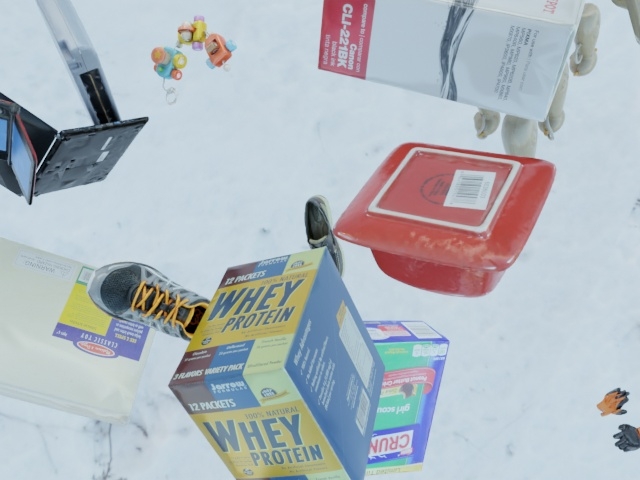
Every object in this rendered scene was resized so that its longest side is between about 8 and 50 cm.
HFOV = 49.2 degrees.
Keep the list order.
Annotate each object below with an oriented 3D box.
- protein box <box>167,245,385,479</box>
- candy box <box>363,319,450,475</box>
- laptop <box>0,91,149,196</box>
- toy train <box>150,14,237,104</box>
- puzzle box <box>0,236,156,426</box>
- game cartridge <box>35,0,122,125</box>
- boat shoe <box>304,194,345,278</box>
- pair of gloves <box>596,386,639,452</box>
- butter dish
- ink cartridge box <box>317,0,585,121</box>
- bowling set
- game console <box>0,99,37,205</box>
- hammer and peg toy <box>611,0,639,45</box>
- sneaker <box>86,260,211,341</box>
[{"bbox_3d":[-0.034,0.152,0.793,0.136,0.200,0.201,-13,121,23],"label":"protein box"},{"bbox_3d":[0.105,0.337,1.487,0.268,0.122,0.317,2,108,-24],"label":"candy box"},{"bbox_3d":[-0.482,-0.187,1.228,0.264,0.234,0.136,-21,81,-43],"label":"laptop"},{"bbox_3d":[-0.222,-0.307,1.163,0.166,0.046,0.125,-31,69,25],"label":"toy train"},{"bbox_3d":[-0.492,0.142,1.204,0.409,0.272,0.052,19,135,-12],"label":"puzzle box"},{"bbox_3d":[-0.417,-0.309,1.213,0.062,0.297,0.198,-22,70,-12],"label":"game cartridge"},{"bbox_3d":[0.000,0.000,1.180,0.056,0.049,0.152,-16,92,25],"label":"boat shoe"},{"bbox_3d":[0.418,0.248,0.966,0.010,0.083,0.074,-8,151,-16],"label":"pair of gloves"},{"bbox_3d":[0.116,-0.004,0.633,0.160,0.160,0.118,12,133,27],"label":"butter dish"},{"bbox_3d":[0.159,-0.256,0.827,0.273,0.197,0.114,16,127,15],"label":"ink cartridge box"},{"bbox_3d":[0.293,-0.240,1.079,0.287,0.200,0.154,-52,148,-16],"label":"bowling set"},{"bbox_3d":[-0.461,-0.127,0.988,0.124,0.144,0.085,12,60,-20],"label":"game console"},{"bbox_3d":[0.317,-0.355,0.521,0.266,0.127,0.361,-36,129,2],"label":"hammer and peg toy"},{"bbox_3d":[-0.210,0.088,0.951,0.215,0.083,0.084,24,83,-31],"label":"sneaker"}]
